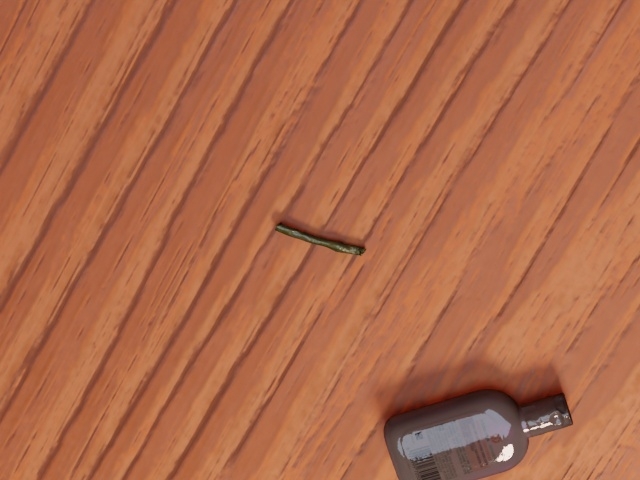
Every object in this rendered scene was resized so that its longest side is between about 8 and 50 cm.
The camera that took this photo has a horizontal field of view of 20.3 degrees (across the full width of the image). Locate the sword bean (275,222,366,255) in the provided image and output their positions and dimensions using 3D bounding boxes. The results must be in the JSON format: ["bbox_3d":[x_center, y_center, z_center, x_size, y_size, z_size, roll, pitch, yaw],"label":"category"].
[{"bbox_3d":[0.000,0.000,1.591,0.083,0.012,0.012,17,105,-1],"label":"sword bean"}]

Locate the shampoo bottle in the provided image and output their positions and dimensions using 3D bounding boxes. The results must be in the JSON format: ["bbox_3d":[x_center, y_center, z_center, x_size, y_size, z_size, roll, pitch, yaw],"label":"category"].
[{"bbox_3d":[0.144,0.174,1.605,0.165,0.040,0.080,-18,101,9],"label":"shampoo bottle"}]
